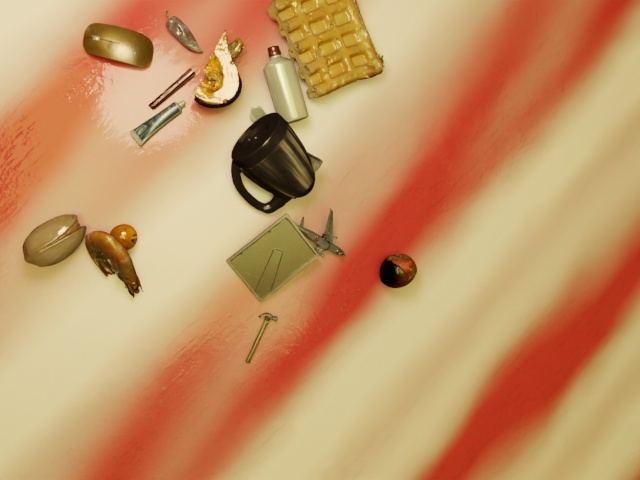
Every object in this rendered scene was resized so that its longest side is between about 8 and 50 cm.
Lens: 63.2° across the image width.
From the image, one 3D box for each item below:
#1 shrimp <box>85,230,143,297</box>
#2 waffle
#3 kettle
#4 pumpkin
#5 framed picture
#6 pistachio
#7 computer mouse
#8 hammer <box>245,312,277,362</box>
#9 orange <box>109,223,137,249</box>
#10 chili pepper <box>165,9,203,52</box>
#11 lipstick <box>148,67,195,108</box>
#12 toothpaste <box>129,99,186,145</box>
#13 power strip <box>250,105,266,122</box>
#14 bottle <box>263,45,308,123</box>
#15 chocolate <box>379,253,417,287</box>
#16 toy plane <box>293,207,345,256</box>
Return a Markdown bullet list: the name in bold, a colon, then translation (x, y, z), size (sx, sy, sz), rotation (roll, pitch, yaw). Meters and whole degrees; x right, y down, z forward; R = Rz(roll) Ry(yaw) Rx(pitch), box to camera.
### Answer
- **shrimp**: translation (-0.622, 0.072, 1.573), size (0.068, 0.150, 0.249), rotation (-54, 128, -45)
- **waffle**: translation (0.028, -0.671, 1.727), size (0.304, 0.077, 0.349), rotation (-29, 102, -21)
- **kettle**: translation (-0.132, -0.226, 1.660), size (0.271, 0.207, 0.251), rotation (43, 69, -33)
- **pumpkin**: translation (-0.295, -0.522, 1.623), size (0.125, 0.131, 0.248), rotation (21, 92, -10)
- **framed picture**: translation (-0.156, 0.059, 1.737), size (0.260, 0.023, 0.189), rotation (-39, 104, 0)
- **pistachio**: translation (-0.770, 0.000, 1.510), size (0.185, 0.124, 0.124), rotation (-43, 105, -13)
- **computer mouse**: translation (-0.604, -0.586, 1.561), size (0.198, 0.045, 0.102), rotation (11, 88, -19)
- **hammer**: translation (-0.212, 0.330, 1.768), size (0.062, 0.017, 0.182), rotation (27, 87, -17)
- **orange**: translation (-0.600, -0.011, 1.586), size (0.083, 0.083, 0.084), rotation (-1, 94, -18)
- **chili pepper**: translation (-0.428, -0.641, 1.615), size (0.050, 0.041, 0.153), rotation (-40, 122, 9)
- **lipstick**: translation (-0.463, -0.472, 1.624), size (0.176, 0.027, 0.027), rotation (-44, 105, -9)
- **toothpaste**: translation (-0.498, -0.373, 1.617), size (0.197, 0.035, 0.057), rotation (-40, 89, -10)
- **power strip**: translation (-0.203, -0.400, 1.714), size (0.055, 0.035, 0.083), rotation (-16, 85, -16)
- **bottle**: translation (-0.119, -0.506, 1.691), size (0.104, 0.104, 0.245), rotation (-20, 100, -15)
- **chocolate**: translation (0.283, 0.107, 1.854), size (0.133, 0.127, 0.124), rotation (1, 80, -30)
- **toy plane**: translation (-0.001, 0.000, 1.790), size (0.226, 0.058, 0.226), rotation (33, 100, -17)
